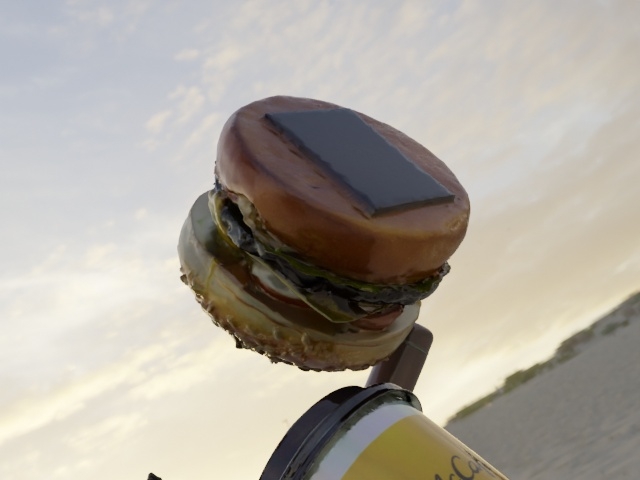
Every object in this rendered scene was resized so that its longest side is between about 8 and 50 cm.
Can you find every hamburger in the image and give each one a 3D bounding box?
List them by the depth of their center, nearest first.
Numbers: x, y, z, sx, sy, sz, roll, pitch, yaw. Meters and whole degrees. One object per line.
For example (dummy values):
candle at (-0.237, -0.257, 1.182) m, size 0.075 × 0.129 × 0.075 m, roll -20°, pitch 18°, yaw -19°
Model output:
hamburger at (0.000, 0.000, 0.899) m, size 0.291 × 0.291 × 0.225 m, roll -6°, pitch -48°, yaw -47°

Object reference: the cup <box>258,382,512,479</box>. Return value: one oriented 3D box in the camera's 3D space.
cup at (0.089, 0.238, 0.656) m, size 0.196 × 0.280 × 0.196 m, roll -32°, pitch -45°, yaw -38°

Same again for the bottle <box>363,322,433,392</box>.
bottle at (0.078, 0.157, 0.973) m, size 0.140 × 0.053 × 0.053 m, roll -66°, pitch -17°, yaw -11°

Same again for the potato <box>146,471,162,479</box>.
potato at (-0.138, 0.341, 0.619) m, size 0.288 × 0.301 × 0.237 m, roll -50°, pitch 18°, yaw -12°
